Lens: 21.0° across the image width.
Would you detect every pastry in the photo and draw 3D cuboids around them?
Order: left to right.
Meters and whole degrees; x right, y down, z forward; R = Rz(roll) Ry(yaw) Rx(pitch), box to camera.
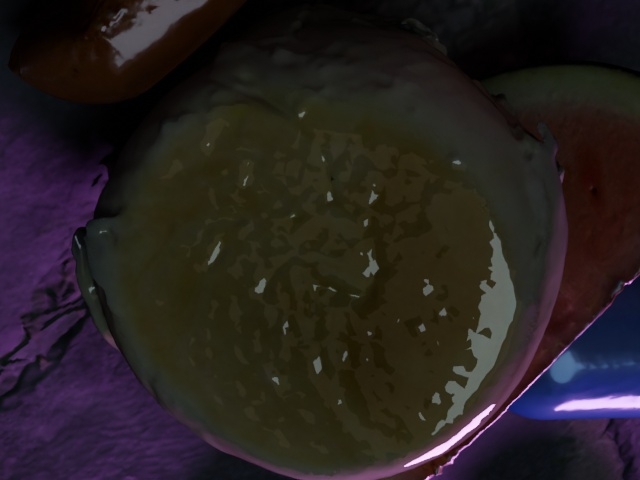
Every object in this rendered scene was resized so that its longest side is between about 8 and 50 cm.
[{"bbox_3d":[0.002,0.000,0.921,0.264,0.133,0.265,2,110,6],"label":"pastry"}]

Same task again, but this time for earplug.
[{"bbox_3d":[0.225,0.061,1.157,0.272,0.132,0.132,-3,129,-22],"label":"earplug"}]

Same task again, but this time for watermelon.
[{"bbox_3d":[0.109,0.005,1.046,0.303,0.159,0.128,-49,164,17],"label":"watermelon"}]

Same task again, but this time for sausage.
[{"bbox_3d":[-0.076,-0.133,0.850,0.179,0.089,0.089,-45,134,10],"label":"sausage"}]
